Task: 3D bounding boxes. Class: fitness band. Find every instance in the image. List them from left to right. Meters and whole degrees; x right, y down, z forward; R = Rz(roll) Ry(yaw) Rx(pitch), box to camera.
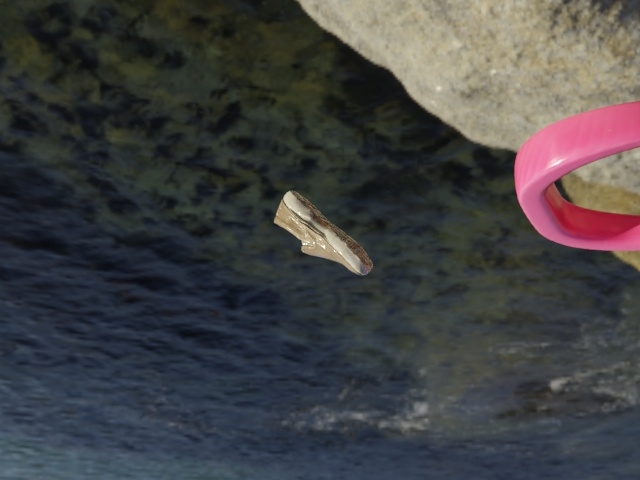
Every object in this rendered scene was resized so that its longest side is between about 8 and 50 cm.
[{"bbox_3d":[0.298,-0.049,0.797,0.209,0.054,0.291,-8,160,23],"label":"fitness band"}]

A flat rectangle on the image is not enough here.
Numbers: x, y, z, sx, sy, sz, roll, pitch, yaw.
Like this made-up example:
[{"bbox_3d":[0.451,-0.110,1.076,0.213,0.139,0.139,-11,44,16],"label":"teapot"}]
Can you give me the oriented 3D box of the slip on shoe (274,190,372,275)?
[{"bbox_3d":[0.000,0.000,0.883,0.041,0.135,0.051,-52,150,8],"label":"slip on shoe"}]
